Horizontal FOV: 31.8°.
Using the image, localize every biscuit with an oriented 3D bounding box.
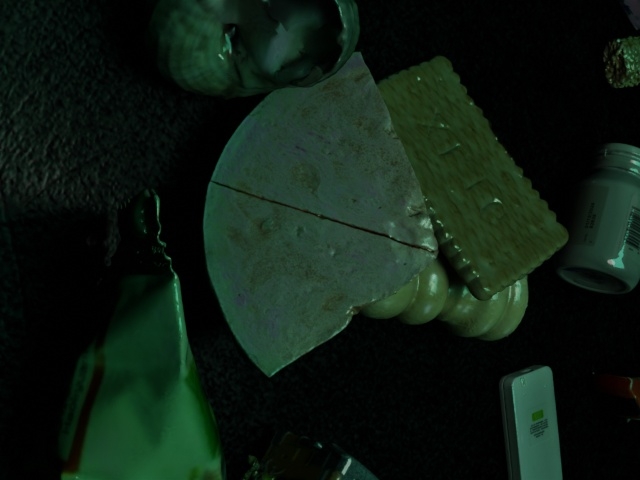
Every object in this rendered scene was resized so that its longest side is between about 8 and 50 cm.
[{"bbox_3d":[0.537,-0.301,1.871,0.168,0.070,0.082,-14,90,-39],"label":"biscuit"},{"bbox_3d":[0.182,-0.088,1.494,0.217,0.044,0.325,-30,83,-39],"label":"biscuit"}]

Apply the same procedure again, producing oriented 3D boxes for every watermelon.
[{"bbox_3d":[-0.008,-0.005,1.324,0.292,0.222,0.319,-26,68,-9],"label":"watermelon"}]

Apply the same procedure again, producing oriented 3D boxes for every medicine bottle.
[{"bbox_3d":[0.449,-0.037,1.748,0.135,0.135,0.215,31,70,-37],"label":"medicine bottle"}]

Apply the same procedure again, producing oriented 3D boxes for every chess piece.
[{"bbox_3d":[0.139,0.055,1.491,0.261,0.143,0.142,7,85,-34],"label":"chess piece"}]

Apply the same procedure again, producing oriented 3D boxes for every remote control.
[{"bbox_3d":[0.323,0.319,1.704,0.103,0.034,0.250,-13,99,-41],"label":"remote control"}]

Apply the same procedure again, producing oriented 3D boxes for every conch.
[{"bbox_3d":[-0.092,-0.246,1.228,0.195,0.220,0.277,-35,72,-29],"label":"conch"}]

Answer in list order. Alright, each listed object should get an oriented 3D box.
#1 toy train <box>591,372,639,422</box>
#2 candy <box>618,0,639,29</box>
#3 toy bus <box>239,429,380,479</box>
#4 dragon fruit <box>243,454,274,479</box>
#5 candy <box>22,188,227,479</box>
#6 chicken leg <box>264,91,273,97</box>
[{"bbox_3d":[0.607,0.277,1.922,0.409,0.086,0.089,10,85,-41],"label":"toy train"},{"bbox_3d":[0.530,-0.437,1.860,0.160,0.073,0.092,47,66,-32],"label":"candy"},{"bbox_3d":[-0.038,0.369,1.298,0.138,0.167,0.275,48,60,-30],"label":"toy bus"},{"bbox_3d":[-0.055,0.334,1.133,0.135,0.137,0.236,5,74,-19],"label":"dragon fruit"},{"bbox_3d":[-0.179,0.153,1.111,0.172,0.263,0.398,2,89,-29],"label":"candy"},{"bbox_3d":[-0.032,-0.284,1.380,0.106,0.051,0.253,30,70,-44],"label":"chicken leg"}]
